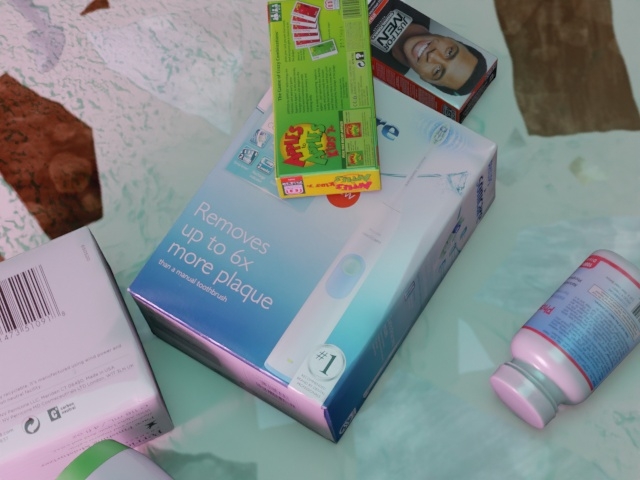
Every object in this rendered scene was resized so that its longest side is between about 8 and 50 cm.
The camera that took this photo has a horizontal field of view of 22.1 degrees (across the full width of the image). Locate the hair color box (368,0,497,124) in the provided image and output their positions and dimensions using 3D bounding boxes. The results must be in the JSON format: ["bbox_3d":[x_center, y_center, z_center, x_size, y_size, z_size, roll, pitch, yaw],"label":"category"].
[{"bbox_3d":[0.098,-0.181,1.615,0.141,0.043,0.072,32,74,14],"label":"hair color box"}]

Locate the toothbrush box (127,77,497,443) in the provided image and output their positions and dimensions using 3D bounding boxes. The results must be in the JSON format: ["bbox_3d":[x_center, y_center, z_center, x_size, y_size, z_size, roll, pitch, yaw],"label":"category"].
[{"bbox_3d":[0.000,0.000,1.511,0.216,0.126,0.295,31,73,16],"label":"toothbrush box"}]

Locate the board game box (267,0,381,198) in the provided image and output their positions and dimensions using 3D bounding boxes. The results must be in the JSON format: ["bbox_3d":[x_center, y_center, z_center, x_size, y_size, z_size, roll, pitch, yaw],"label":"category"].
[{"bbox_3d":[0.003,-0.131,1.472,0.092,0.043,0.181,-5,66,4],"label":"board game box"}]

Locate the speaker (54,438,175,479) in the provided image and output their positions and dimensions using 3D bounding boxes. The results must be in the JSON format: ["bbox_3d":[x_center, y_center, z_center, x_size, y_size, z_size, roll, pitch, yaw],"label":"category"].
[{"bbox_3d":[-0.107,0.304,1.403,0.296,0.131,0.131,38,76,16],"label":"speaker"}]

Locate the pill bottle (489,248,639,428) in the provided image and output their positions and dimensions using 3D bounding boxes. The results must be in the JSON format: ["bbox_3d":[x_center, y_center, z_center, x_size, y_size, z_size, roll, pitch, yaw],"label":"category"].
[{"bbox_3d":[0.230,0.091,1.479,0.087,0.087,0.160,42,77,17],"label":"pill bottle"}]

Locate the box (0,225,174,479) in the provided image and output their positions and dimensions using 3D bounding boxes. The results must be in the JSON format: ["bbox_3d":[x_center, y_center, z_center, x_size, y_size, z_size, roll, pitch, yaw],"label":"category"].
[{"bbox_3d":[-0.252,0.114,1.489,0.181,0.119,0.182,-24,70,-5],"label":"box"}]
